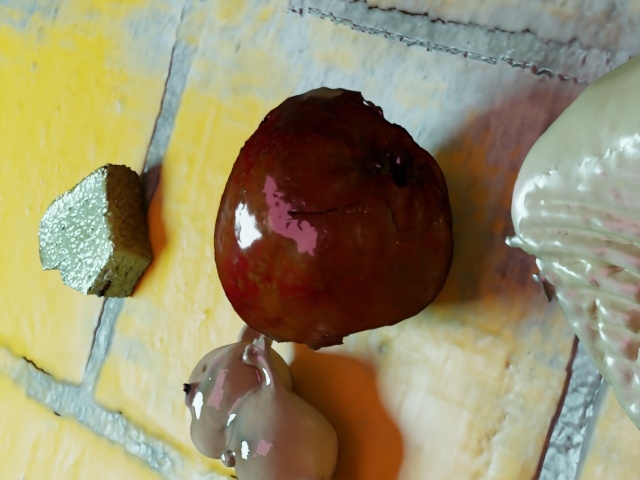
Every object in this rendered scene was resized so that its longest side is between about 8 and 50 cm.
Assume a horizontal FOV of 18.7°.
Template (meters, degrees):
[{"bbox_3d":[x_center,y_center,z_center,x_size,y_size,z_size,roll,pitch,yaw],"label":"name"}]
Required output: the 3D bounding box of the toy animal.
[{"bbox_3d":[-0.037,0.118,1.228,0.083,0.089,0.150,-41,46,8],"label":"toy animal"}]

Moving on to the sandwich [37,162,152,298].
[{"bbox_3d":[-0.168,0.002,1.429,0.105,0.036,0.093,-25,64,44],"label":"sandwich"}]

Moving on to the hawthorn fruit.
[{"bbox_3d":[0.000,0.000,1.162,0.172,0.148,0.148,-49,48,39],"label":"hawthorn fruit"}]

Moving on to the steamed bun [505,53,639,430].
[{"bbox_3d":[0.256,0.017,0.814,0.320,0.206,0.275,53,140,16],"label":"steamed bun"}]
